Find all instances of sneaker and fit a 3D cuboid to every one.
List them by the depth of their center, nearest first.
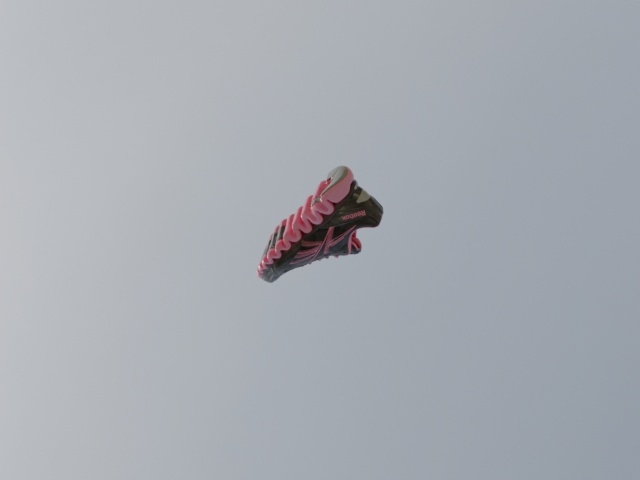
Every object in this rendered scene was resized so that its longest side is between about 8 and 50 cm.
[{"bbox_3d":[0.000,0.000,0.818,0.057,0.119,0.047,35,-142,-16],"label":"sneaker"}]
